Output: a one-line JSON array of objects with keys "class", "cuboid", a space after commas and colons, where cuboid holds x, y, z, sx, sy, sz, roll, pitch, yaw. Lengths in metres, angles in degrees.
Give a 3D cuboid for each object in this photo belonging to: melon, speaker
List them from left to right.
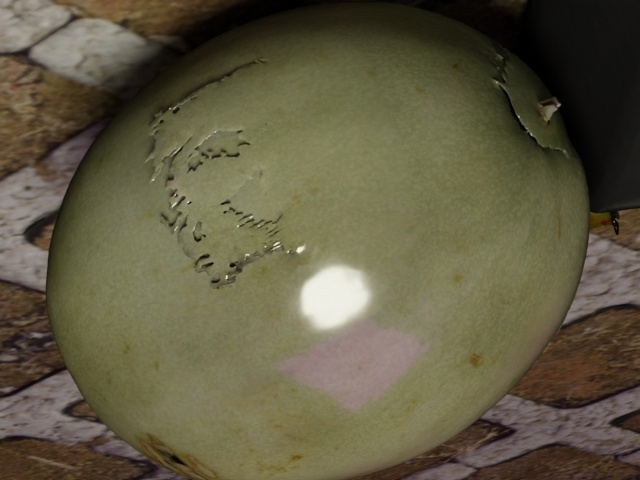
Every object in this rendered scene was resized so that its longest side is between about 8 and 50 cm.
[{"class": "melon", "cuboid": [0.000, 0.000, 1.097, 0.330, 0.268, 0.268, -25, 150, 23]}, {"class": "speaker", "cuboid": [0.216, -0.102, 1.036, 0.180, 0.184, 0.388, -6, 157, -3]}]

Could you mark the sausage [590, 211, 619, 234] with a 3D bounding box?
[{"class": "sausage", "cuboid": [0.019, -0.008, 1.313, 0.371, 0.082, 0.082, -11, 155, 9]}]
